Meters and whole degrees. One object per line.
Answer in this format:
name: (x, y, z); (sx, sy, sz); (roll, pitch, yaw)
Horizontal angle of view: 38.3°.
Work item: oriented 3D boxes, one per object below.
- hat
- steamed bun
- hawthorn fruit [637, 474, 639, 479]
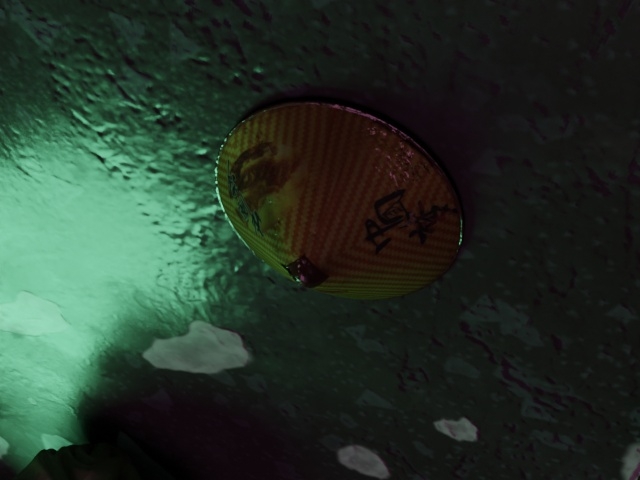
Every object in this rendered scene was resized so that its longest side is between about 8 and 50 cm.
hat: (0.000, 0.000, 0.653); (0.193, 0.082, 0.193); (13, 135, 13)
steamed bun: (-0.251, 0.298, 1.026); (0.218, 0.144, 0.211); (15, 178, 10)
hawthorn fruit: (0.334, 0.234, 0.659); (0.199, 0.199, 0.251); (-4, 144, 29)
